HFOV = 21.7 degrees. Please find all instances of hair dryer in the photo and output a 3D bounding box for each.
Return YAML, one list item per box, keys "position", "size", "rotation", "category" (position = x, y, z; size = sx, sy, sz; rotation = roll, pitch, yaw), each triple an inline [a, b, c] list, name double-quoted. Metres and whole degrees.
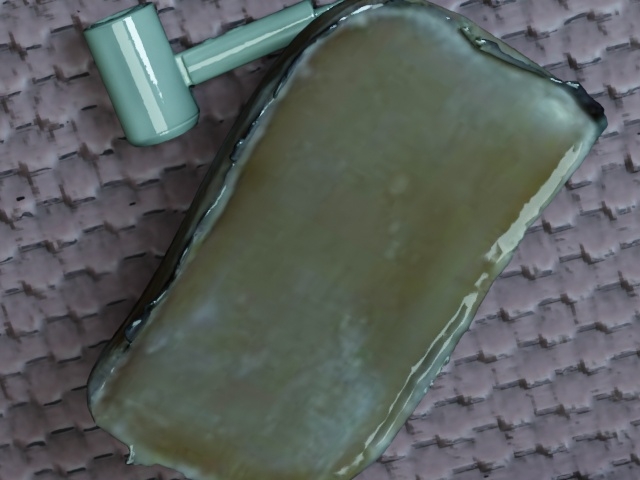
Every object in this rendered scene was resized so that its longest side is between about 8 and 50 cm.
- position: [-0.045, -0.095, 0.791]
  size: [0.124, 0.038, 0.063]
  rotation: [-23, 105, -1]
  category: "hair dryer"

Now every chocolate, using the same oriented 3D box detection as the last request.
- position: [0.000, -0.001, 0.794]
  size: [0.161, 0.083, 0.261]
  rotation: [29, 104, -27]
  category: "chocolate"
